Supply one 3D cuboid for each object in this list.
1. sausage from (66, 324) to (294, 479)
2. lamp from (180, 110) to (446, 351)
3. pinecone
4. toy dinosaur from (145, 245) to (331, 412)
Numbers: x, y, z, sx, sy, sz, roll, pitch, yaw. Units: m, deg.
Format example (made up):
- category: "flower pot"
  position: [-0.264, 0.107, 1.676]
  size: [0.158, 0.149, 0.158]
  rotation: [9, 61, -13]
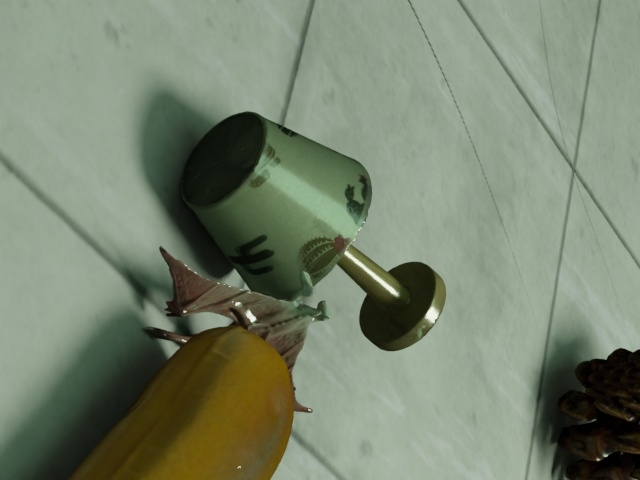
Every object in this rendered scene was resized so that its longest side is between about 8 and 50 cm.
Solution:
- category: "sausage"
  position: [-0.113, 0.176, 1.163]
  size: [0.328, 0.112, 0.112]
  rotation: [-52, 129, -48]
- category: "lamp"
  position: [0.000, 0.000, 1.364]
  size: [0.215, 0.121, 0.121]
  rotation: [42, 49, -35]
- category: "pinecone"
  position: [0.325, 0.197, 1.835]
  size: [0.208, 0.208, 0.207]
  rotation: [18, 70, -58]
- category: "toy dinosaur"
  position: [-0.050, 0.060, 1.303]
  size: [0.220, 0.108, 0.032]
  rotation: [55, 15, -43]
